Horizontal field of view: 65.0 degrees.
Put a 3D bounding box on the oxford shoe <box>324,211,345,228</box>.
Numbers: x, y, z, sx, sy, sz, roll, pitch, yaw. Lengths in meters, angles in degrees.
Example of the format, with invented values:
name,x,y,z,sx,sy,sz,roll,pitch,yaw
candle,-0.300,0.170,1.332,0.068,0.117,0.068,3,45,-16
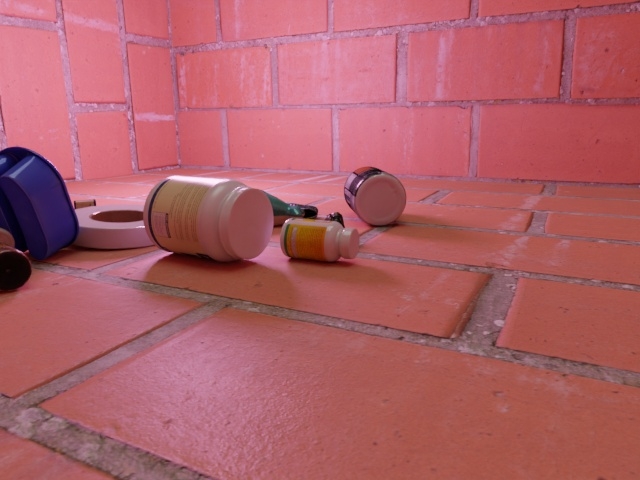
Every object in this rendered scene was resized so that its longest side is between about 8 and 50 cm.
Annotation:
name,x,y,z,sx,sy,sz,roll,pitch,yaw
oxford shoe,0.045,-0.043,1.665,0.082,0.096,0.227,-1,15,-10

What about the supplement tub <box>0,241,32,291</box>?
name,x,y,z,sx,sy,sz,roll,pitch,yaw
supplement tub,-0.806,0.058,1.252,0.197,0.106,0.106,11,18,42

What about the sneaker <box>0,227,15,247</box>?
name,x,y,z,sx,sy,sz,roll,pitch,yaw
sneaker,-1.037,0.020,1.361,0.350,0.131,0.148,-12,22,-39

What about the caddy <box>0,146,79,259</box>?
name,x,y,z,sx,sy,sz,roll,pitch,yaw
caddy,-0.865,-0.104,1.490,0.241,0.342,0.179,3,31,12

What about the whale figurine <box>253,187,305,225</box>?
name,x,y,z,sx,sy,sz,roll,pitch,yaw
whale figurine,-0.198,-0.128,1.928,0.271,0.141,0.216,2,13,7

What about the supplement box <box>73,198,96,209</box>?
name,x,y,z,sx,sy,sz,roll,pitch,yaw
supplement box,-0.963,-0.123,2.062,0.083,0.083,0.056,-8,16,-25

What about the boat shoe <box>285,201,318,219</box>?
name,x,y,z,sx,sy,sz,roll,pitch,yaw
boat shoe,-0.099,-0.120,2.053,0.183,0.065,0.083,0,12,-2

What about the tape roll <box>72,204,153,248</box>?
name,x,y,z,sx,sy,sz,roll,pitch,yaw
tape roll,-0.690,-0.055,1.743,0.391,0.072,0.392,3,15,-1

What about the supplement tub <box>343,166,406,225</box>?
name,x,y,z,sx,sy,sz,roll,pitch,yaw
supplement tub,0.208,-0.187,2.023,0.207,0.207,0.338,-2,14,-5

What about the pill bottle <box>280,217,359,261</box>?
name,x,y,z,sx,sy,sz,roll,pitch,yaw
pill bottle,0.000,0.000,1.436,0.208,0.118,0.117,5,14,23

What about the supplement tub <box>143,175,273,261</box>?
name,x,y,z,sx,sy,sz,roll,pitch,yaw
supplement tub,-0.324,-0.064,1.462,0.324,0.236,0.235,8,16,31
